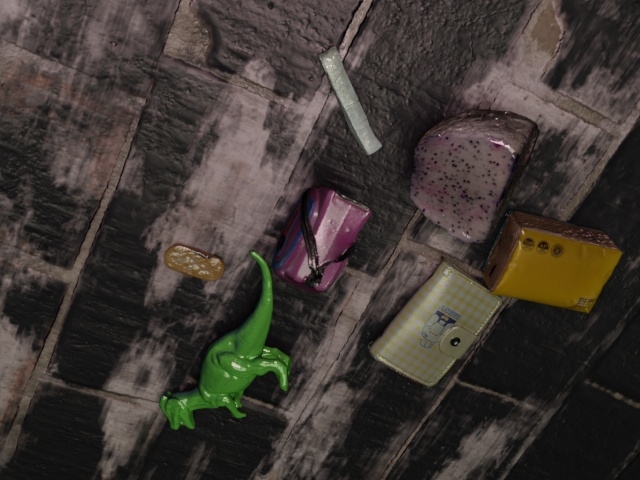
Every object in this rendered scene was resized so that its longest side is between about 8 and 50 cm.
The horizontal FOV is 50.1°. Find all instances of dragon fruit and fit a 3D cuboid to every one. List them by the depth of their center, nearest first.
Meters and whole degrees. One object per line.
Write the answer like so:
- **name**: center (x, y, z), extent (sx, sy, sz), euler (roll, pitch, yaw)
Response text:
- **dragon fruit**: center (0.324, -0.167, 1.469), extent (0.221, 0.204, 0.283), euler (21, 134, 15)

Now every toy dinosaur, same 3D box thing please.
- **toy dinosaur**: center (-0.259, 0.250, 1.679), extent (0.374, 0.144, 0.501), euler (-6, 115, 11)

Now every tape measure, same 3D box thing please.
- **tape measure**: center (0.000, 0.000, 1.486), extent (0.149, 0.245, 0.232), euler (24, 96, -16)

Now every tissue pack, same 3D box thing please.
- **tissue pack**: center (0.545, 0.054, 1.627), extent (0.270, 0.134, 0.192), euler (11, 116, -11)

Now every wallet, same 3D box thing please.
- **wallet**: center (0.293, 0.214, 1.724), extent (0.223, 0.077, 0.310), euler (33, 109, -16)

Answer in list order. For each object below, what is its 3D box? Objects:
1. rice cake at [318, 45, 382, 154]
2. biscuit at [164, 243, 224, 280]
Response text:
- **rice cake**: center (0.063, -0.292, 1.456), extent (0.045, 0.042, 0.245), euler (-30, 117, -3)
- **biscuit**: center (-0.296, 0.053, 1.611), extent (0.147, 0.018, 0.071), euler (20, 116, -16)
